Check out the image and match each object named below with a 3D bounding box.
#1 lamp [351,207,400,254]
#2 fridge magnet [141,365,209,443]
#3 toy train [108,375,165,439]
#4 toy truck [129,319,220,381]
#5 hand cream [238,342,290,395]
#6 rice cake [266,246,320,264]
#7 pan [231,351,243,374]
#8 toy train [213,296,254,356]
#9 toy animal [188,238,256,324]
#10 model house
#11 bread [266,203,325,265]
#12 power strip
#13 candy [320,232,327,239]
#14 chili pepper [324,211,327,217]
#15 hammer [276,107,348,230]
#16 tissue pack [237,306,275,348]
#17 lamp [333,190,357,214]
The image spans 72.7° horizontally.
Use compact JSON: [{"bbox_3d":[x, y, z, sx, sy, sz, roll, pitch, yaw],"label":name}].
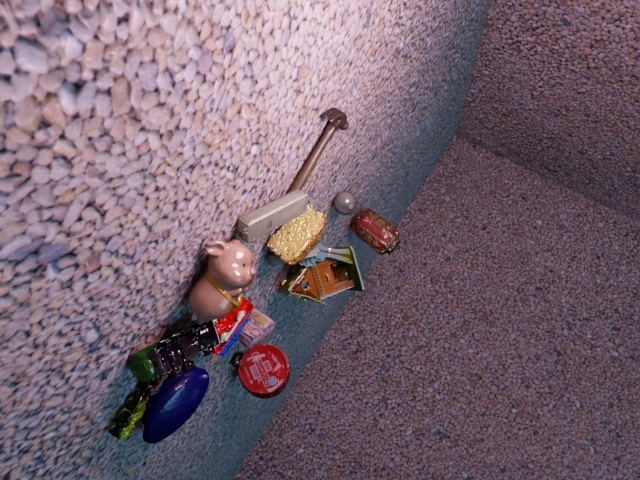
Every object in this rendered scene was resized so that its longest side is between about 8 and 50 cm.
[{"bbox_3d":[0.290,-0.045,2.291,0.177,0.274,0.177,-43,163,-17],"label":"lamp"},{"bbox_3d":[-0.462,0.518,1.382,0.265,0.113,0.265,-51,161,-25],"label":"fridge magnet"},{"bbox_3d":[-0.506,0.445,1.236,0.249,0.053,0.085,-57,172,-7],"label":"toy train"},{"bbox_3d":[-0.394,0.301,1.193,0.125,0.101,0.243,-18,-178,28],"label":"toy truck"},{"bbox_3d":[-0.246,0.583,1.937,0.230,0.230,0.149,-52,163,-22],"label":"hand cream"},{"bbox_3d":[-0.100,0.057,1.629,0.245,0.045,0.042,-10,95,-47],"label":"rice cake"},{"bbox_3d":[-0.360,0.516,1.829,0.068,0.024,0.115,-21,136,-66],"label":"pan"},{"bbox_3d":[-0.310,0.287,1.472,0.204,0.083,0.131,-53,163,-13],"label":"toy train"},{"bbox_3d":[-0.269,0.121,1.197,0.165,0.150,0.247,-62,174,-86],"label":"toy animal"},{"bbox_3d":[-0.047,0.107,1.867,0.324,0.339,0.300,-19,-175,-25],"label":"model house"},{"bbox_3d":[-0.083,-0.014,1.530,0.229,0.143,0.139,-50,173,-16],"label":"bread"},{"bbox_3d":[-0.138,-0.077,1.304,0.272,0.052,0.078,-33,146,-37],"label":"power strip"},{"bbox_3d":[0.000,0.000,1.977,0.083,0.023,0.025,-52,130,-2],"label":"candy"},{"bbox_3d":[0.004,-0.091,1.832,0.083,0.017,0.030,-43,156,-41],"label":"chili pepper"},{"bbox_3d":[-0.041,-0.228,1.412,0.439,0.044,0.168,-60,164,3],"label":"hammer"},{"bbox_3d":[-0.256,0.325,1.634,0.155,0.116,0.065,-28,148,-61],"label":"tissue pack"},{"bbox_3d":[0.106,-0.160,1.856,0.105,0.105,0.105,-51,162,-24],"label":"lamp"}]
